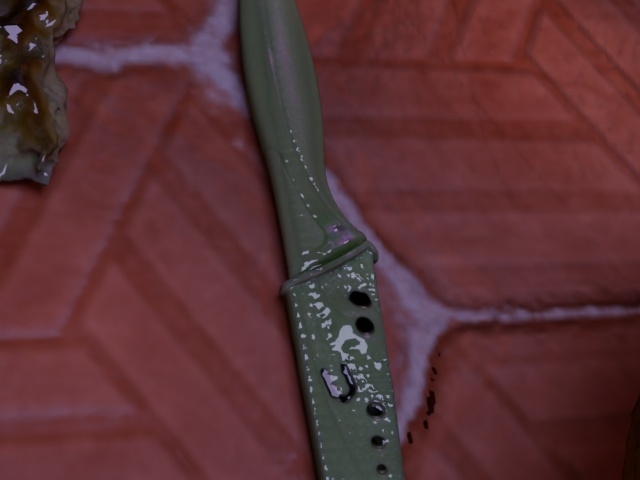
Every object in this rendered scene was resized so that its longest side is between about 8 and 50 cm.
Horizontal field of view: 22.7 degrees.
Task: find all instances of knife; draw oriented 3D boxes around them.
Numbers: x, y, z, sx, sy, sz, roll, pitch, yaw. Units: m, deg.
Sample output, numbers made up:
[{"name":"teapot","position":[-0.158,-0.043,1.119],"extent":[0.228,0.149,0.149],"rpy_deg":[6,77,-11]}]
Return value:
[{"name":"knife","position":[0.001,-0.001,0.625],"extent":[0.043,0.020,0.293],"rpy_deg":[2,61,-22]}]

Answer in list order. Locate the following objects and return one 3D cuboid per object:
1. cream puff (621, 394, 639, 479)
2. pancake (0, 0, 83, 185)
[{"name":"cream puff","position":[0.252,0.107,0.527],"extent":[0.327,0.231,0.343],"rpy_deg":[-17,74,-20]},{"name":"pancake","position":[-0.255,-0.167,0.596],"extent":[0.426,0.067,0.305],"rpy_deg":[3,62,-22]}]
